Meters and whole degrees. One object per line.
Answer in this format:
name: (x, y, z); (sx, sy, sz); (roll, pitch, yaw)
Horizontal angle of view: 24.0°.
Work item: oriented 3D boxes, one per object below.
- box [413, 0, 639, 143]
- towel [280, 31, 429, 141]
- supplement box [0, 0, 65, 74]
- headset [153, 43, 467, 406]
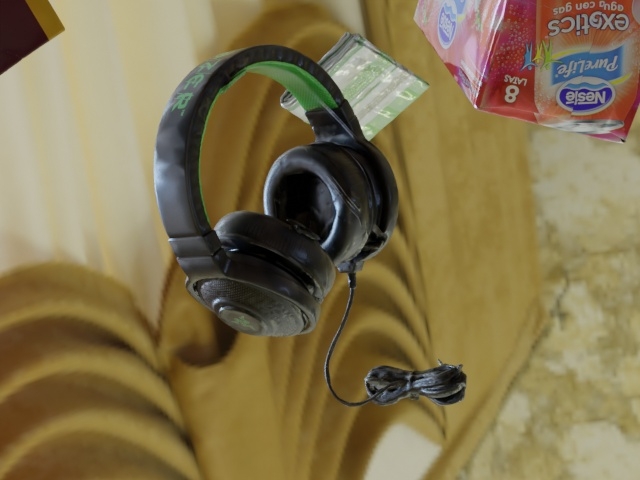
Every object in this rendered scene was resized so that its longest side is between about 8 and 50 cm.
box: (0.163, -0.183, 1.145); (0.122, 0.128, 0.257); (11, -158, -12)
towel: (0.037, -0.159, 1.606); (0.113, 0.152, 0.023); (-40, -122, 19)
supplement box: (-0.345, -0.187, 1.170); (0.129, 0.191, 0.194); (-4, -149, 50)
headset: (0.000, 0.000, 1.433); (0.185, 0.394, 0.243); (-2, -146, 43)
